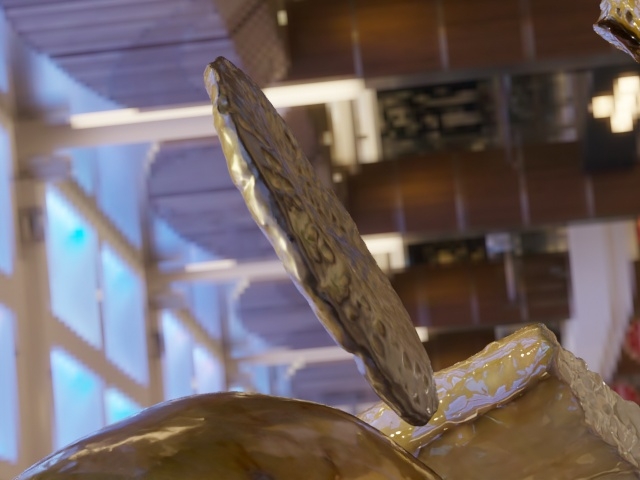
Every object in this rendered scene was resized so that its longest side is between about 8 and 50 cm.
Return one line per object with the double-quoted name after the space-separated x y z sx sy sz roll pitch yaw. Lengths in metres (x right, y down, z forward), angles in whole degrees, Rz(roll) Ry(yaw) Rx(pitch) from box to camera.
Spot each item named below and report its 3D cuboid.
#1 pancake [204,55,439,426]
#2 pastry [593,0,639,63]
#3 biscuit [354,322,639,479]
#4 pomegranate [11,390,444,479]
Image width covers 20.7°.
0.001 -0.001 0.782 0.199 0.021 0.199 57 -173 -11 "pancake"
0.258 -0.172 0.982 0.218 0.229 0.100 -104 -5 -64 "pastry"
0.086 0.239 1.260 0.429 0.446 0.104 30 -146 -47 "biscuit"
-0.033 0.134 0.546 0.191 0.191 0.191 -6 -90 -85 "pomegranate"
